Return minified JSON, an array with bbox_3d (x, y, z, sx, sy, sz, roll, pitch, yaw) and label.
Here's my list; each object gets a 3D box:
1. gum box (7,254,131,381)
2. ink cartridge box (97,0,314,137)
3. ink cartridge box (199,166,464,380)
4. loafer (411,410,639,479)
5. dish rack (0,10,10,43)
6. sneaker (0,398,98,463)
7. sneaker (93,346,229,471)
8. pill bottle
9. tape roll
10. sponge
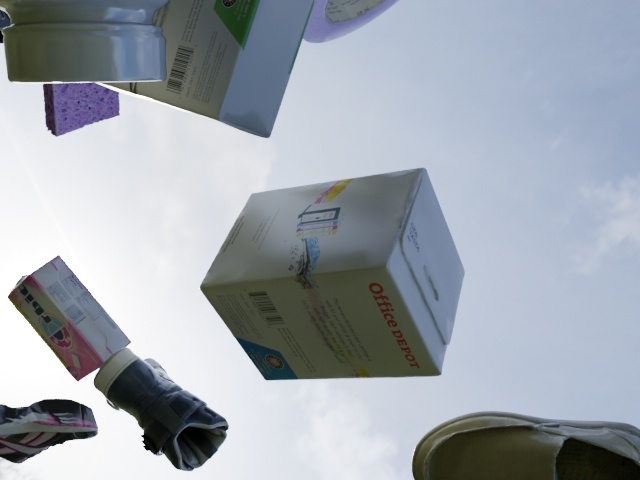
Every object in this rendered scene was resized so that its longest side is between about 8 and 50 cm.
[{"bbox_3d":[-0.399,0.120,1.193,0.107,0.062,0.188,-31,-81,43],"label":"gum box"},{"bbox_3d":[-0.137,-0.219,0.826,0.219,0.092,0.160,22,-84,33],"label":"ink cartridge box"},{"bbox_3d":[0.023,0.043,0.872,0.232,0.168,0.171,-6,-50,29],"label":"ink cartridge box"},{"bbox_3d":[0.233,0.242,0.829,0.268,0.092,0.102,-6,-90,6],"label":"loafer"},{"bbox_3d":[-0.464,-0.409,1.160,0.271,0.208,0.074,-28,-90,16],"label":"dish rack"},{"bbox_3d":[-0.401,0.269,1.058,0.072,0.178,0.077,-120,-144,-67],"label":"sneaker"},{"bbox_3d":[-0.195,0.224,0.980,0.163,0.086,0.226,37,-12,8],"label":"sneaker"},{"bbox_3d":[-0.210,-0.278,0.644,0.161,0.161,0.283,9,-74,38],"label":"pill bottle"},{"bbox_3d":[0.059,-0.405,1.082,0.090,0.275,0.275,55,-44,8],"label":"tape roll"},{"bbox_3d":[-0.347,-0.262,1.106,0.031,0.117,0.210,32,-49,29],"label":"sponge"}]
